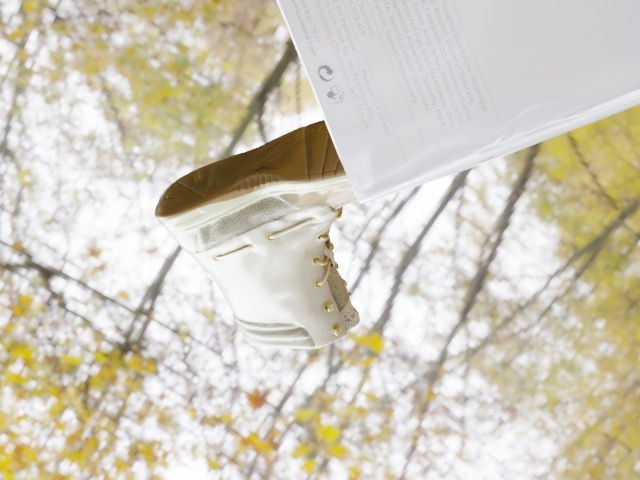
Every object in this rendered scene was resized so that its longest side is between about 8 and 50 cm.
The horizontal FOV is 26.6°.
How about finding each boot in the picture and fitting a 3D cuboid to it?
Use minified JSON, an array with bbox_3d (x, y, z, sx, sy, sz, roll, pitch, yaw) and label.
[{"bbox_3d":[0.000,0.000,1.047,0.165,0.213,0.077,60,-154,-31],"label":"boot"}]

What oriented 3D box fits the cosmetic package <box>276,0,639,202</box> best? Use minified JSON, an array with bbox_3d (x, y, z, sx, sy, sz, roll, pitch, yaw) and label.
[{"bbox_3d":[0.137,-0.134,0.750,0.224,0.225,0.138,-24,-89,-57],"label":"cosmetic package"}]
